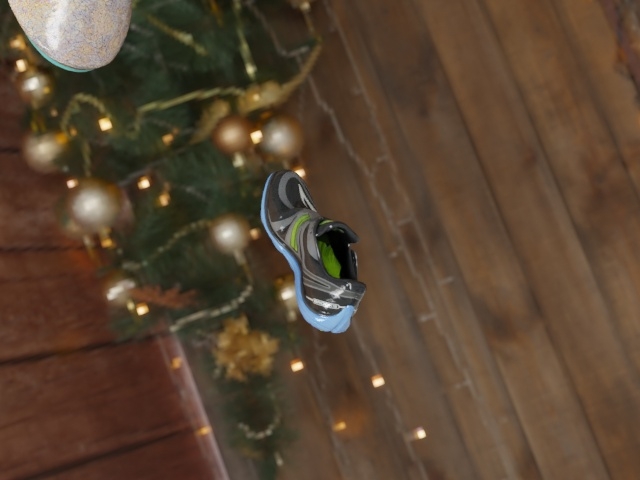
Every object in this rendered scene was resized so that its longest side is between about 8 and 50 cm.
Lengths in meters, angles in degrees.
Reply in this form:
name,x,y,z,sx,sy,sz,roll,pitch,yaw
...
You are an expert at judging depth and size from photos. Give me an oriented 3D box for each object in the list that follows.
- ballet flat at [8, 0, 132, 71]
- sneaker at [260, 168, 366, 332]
name,x,y,z,sx,sy,sz,roll,pitch,yaw
ballet flat,-0.187,-0.277,0.970,0.107,0.316,0.106,7,146,-29
sneaker,0.000,0.000,1.196,0.067,0.188,0.078,13,128,-36
